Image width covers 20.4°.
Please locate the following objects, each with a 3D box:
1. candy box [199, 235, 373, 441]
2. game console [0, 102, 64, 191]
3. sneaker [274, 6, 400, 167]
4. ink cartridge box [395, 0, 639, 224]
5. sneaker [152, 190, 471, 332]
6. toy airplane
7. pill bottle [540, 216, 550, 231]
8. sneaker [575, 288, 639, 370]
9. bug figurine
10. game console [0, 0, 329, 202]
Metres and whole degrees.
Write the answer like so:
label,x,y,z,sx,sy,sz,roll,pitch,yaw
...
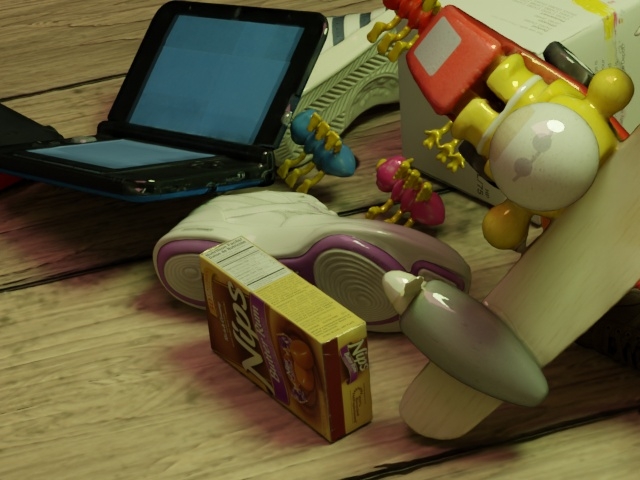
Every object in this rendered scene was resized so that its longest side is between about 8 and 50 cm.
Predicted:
label,x,y,z,sx,sy,sz,roll,pitch,yaw
candy box,-0.032,0.085,1.572,0.053,0.109,0.186,-25,37,-27
game console,-0.525,-0.107,1.981,0.342,0.060,0.386,-31,41,-33
sneaker,0.023,-0.213,1.996,0.350,0.131,0.148,-30,45,-32
ink cartridge box,0.241,-0.183,1.860,0.270,0.198,0.197,-30,41,-34
sneaker,0.000,0.000,1.690,0.305,0.114,0.152,7,33,18
toy airplane,0.231,-0.030,1.456,0.384,0.386,0.272,-3,-11,28
pill bottle,0.334,-0.025,1.668,0.245,0.130,0.130,11,37,23
sneaker,0.295,0.086,1.562,0.188,0.066,0.071,5,38,17
bug figurine,0.077,-0.127,1.767,0.216,0.279,0.072,50,36,18
game console,-0.173,-0.151,1.828,0.250,0.173,0.293,-10,14,-40
